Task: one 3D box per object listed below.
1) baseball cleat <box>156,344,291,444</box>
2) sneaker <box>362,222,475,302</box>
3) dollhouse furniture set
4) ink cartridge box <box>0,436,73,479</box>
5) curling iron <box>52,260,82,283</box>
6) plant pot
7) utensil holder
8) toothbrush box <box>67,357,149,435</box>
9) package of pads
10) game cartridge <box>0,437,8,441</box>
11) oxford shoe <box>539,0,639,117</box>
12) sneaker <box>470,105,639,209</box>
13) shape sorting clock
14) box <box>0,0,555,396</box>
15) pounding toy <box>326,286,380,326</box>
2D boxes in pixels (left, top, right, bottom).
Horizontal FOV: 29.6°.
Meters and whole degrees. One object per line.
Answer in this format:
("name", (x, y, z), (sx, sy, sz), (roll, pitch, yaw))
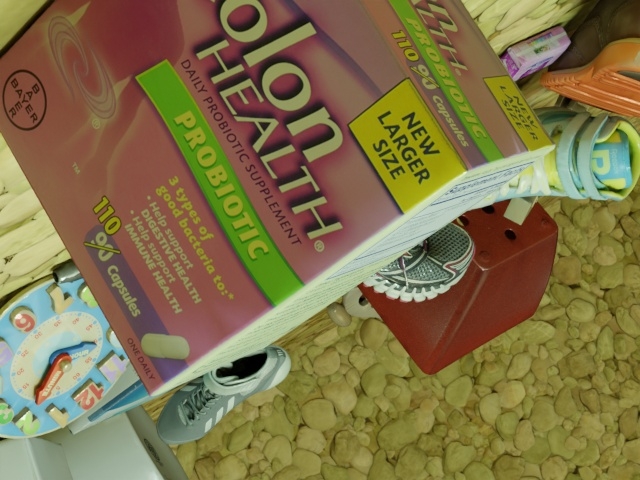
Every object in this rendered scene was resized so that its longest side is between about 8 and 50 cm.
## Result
("baseball cleat", (-0.137, 0.185, 1.501), (0.206, 0.072, 0.109), (-36, 158, 12))
("sneaker", (0.068, -0.008, 1.422), (0.299, 0.120, 0.112), (10, 140, -34))
("dollhouse furniture set", (0.301, -0.147, 1.738), (0.182, 0.101, 0.161), (-47, 162, -49))
("ink cartridge box", (-0.523, 0.390, 1.596), (0.385, 0.160, 0.279), (-17, 169, -5))
("curling iron", (-0.158, 0.001, 1.265), (0.274, 0.035, 0.068), (-24, 169, -41))
("plant pot", (0.229, 0.011, 1.982), (0.267, 0.267, 0.235), (-26, 158, -31))
("utensil holder", (-0.434, 0.464, 2.059), (0.385, 0.327, 0.327), (-33, 172, -4))
("toothbrush box", (-0.174, 0.101, 1.489), (0.216, 0.126, 0.295), (-36, 171, 32))
("package of pads", (0.246, -0.215, 1.409), (0.083, 0.032, 0.050), (-27, 167, -26))
("game cartridge", (-0.370, 0.198, 1.625), (0.294, 0.060, 0.196), (-36, 174, 34))
("oxford shoe", (0.356, -0.225, 1.406), (0.364, 0.130, 0.132), (-167, -86, -82))
("sneaker", (0.260, -0.098, 1.496), (0.319, 0.127, 0.208), (-18, -162, -26))
("shape sorting clock", (-0.273, 0.120, 1.254), (0.206, 0.040, 0.206), (-33, 144, -28))
("box", (-0.038, -0.069, 0.672), (0.243, 0.213, 0.117), (-36, 171, 31))
("pounding toy", (0.092, 0.046, 2.263), (0.269, 0.155, 0.154), (-42, 140, 13))
